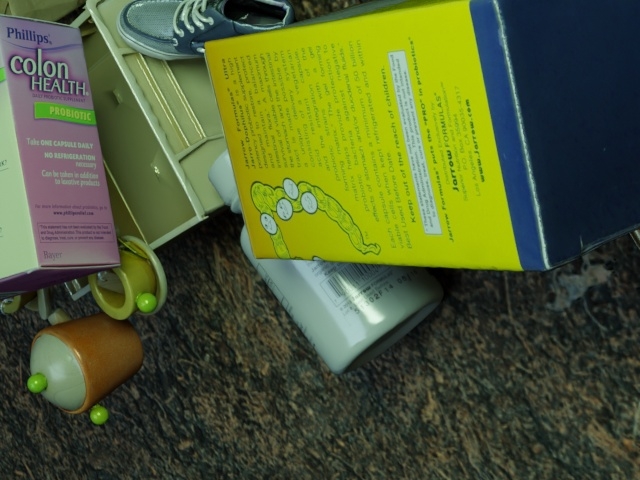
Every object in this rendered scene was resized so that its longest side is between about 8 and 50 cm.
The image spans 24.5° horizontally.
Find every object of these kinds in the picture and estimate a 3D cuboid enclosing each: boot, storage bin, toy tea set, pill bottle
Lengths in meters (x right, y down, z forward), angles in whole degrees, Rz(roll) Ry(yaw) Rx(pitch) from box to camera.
[{"bbox_3d":[-0.107,-0.210,1.379,0.190,0.069,0.086,8,162,10],"label":"boot"},{"bbox_3d":[-0.213,-0.111,1.549,0.262,0.123,0.260,-29,88,48],"label":"storage bin"},{"bbox_3d":[-0.311,0.041,1.537,0.336,0.124,0.200,33,130,29],"label":"toy tea set"},{"bbox_3d":[0.000,0.000,1.388,0.229,0.131,0.131,53,137,11],"label":"pill bottle"}]

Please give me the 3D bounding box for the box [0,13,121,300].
[{"bbox_3d":[-0.327,-0.068,1.428,0.213,0.117,0.243,-16,82,33],"label":"box"}]

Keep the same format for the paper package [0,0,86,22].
[{"bbox_3d":[-0.439,-0.363,1.596,0.324,0.168,0.310,6,120,42],"label":"paper package"}]

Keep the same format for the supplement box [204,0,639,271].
[{"bbox_3d":[0.099,-0.096,1.159,0.356,0.194,0.195,2,108,53],"label":"supplement box"}]

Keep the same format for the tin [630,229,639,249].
[{"bbox_3d":[0.272,-0.058,1.164,0.106,0.040,0.190,-35,84,43],"label":"tin"}]
